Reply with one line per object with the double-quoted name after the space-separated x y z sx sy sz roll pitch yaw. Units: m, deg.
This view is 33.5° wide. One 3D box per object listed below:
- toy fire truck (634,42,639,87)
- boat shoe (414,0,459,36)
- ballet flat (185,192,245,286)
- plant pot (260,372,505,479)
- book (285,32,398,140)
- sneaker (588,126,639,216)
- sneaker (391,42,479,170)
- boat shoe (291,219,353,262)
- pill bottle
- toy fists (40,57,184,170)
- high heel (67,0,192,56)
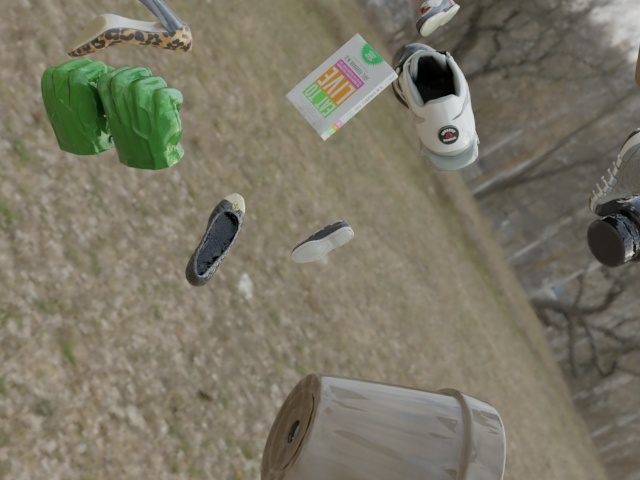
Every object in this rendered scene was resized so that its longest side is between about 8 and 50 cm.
0.396 -0.168 0.808 0.217 0.246 0.158 39 -16 27 "toy fire truck"
0.179 -0.364 1.705 0.043 0.049 0.137 43 37 4 "boat shoe"
-0.160 -0.001 1.685 0.057 0.049 0.173 32 66 -17 "ballet flat"
0.075 0.337 1.610 0.280 0.323 0.323 27 23 -15 "plant pot"
0.032 -0.228 1.586 0.096 0.144 0.035 51 4 31 "book"
0.546 -0.083 1.806 0.132 0.086 0.228 47 -28 22 "sneaker"
0.182 -0.265 1.732 0.330 0.123 0.146 -107 179 -52 "sneaker"
0.000 0.000 2.010 0.046 0.125 0.038 60 2 -41 "boat shoe"
0.602 -0.031 1.958 0.123 0.219 0.122 43 -35 41 "pill bottle"
-0.315 -0.202 1.609 0.096 0.279 0.142 -40 131 -37 "toy fists"
-0.429 -0.443 2.427 0.186 0.261 0.093 47 23 -39 "high heel"
